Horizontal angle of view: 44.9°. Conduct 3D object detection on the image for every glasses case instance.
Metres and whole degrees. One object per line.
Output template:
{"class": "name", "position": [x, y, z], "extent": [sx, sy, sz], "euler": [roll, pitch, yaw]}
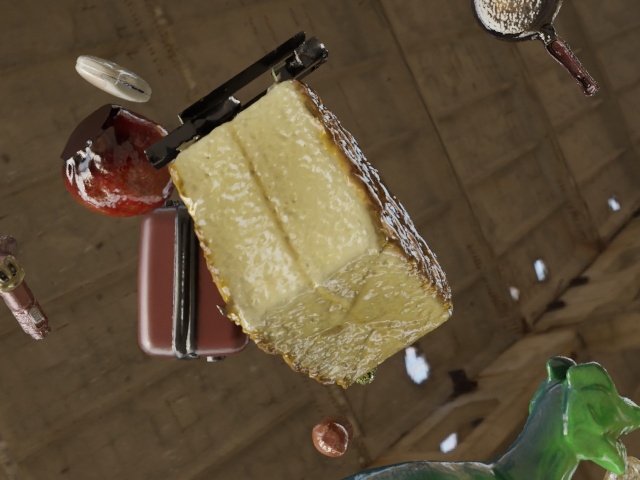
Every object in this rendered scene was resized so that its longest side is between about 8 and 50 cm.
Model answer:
{"class": "glasses case", "position": [-0.356, -0.279, 1.349], "extent": [0.081, 0.204, 0.051], "euler": [22, -87, 8]}

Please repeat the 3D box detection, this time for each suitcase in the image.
{"class": "suitcase", "position": [-0.179, 0.063, 1.190], "extent": [0.161, 0.297, 0.236], "euler": [1, -92, -4]}

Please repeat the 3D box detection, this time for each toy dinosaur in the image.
{"class": "toy dinosaur", "position": [0.019, 0.186, 0.567], "extent": [0.500, 0.144, 0.374], "euler": [31, -105, -18]}

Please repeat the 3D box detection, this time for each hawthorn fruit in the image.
{"class": "hawthorn fruit", "position": [-0.379, -0.145, 1.526], "extent": [0.249, 0.215, 0.215], "euler": [12, -112, -53]}

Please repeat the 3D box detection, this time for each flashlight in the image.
{"class": "flashlight", "position": [-0.273, 0.049, 0.700], "extent": [0.052, 0.031, 0.110], "euler": [-46, -41, -31]}

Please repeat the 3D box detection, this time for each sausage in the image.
{"class": "sausage", "position": [0.026, 0.381, 1.514], "extent": [0.194, 0.077, 0.077], "euler": [51, -152, -79]}

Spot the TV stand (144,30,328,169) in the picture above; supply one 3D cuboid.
{"class": "TV stand", "position": [-0.103, -0.167, 0.928], "extent": [0.249, 0.036, 0.042], "euler": [-35, -93, -6]}

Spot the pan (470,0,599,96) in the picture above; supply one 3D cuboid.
{"class": "pan", "position": [0.266, -0.260, 0.947], "extent": [0.212, 0.115, 0.040], "euler": [54, -147, 3]}

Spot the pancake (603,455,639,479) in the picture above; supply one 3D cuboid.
{"class": "pancake", "position": [0.486, 0.405, 1.213], "extent": [0.022, 0.139, 0.139], "euler": [10, -112, -16]}

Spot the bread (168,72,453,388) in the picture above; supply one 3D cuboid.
{"class": "bread", "position": [0.000, 0.000, 0.930], "extent": [0.279, 0.207, 0.279], "euler": [45, -167, -52]}

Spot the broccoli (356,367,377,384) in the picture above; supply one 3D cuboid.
{"class": "broccoli", "position": [0.048, 0.241, 1.480], "extent": [0.097, 0.092, 0.095], "euler": [0, -147, -44]}
